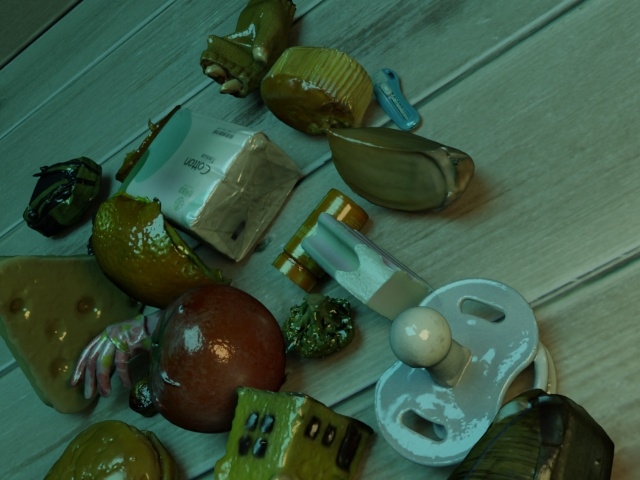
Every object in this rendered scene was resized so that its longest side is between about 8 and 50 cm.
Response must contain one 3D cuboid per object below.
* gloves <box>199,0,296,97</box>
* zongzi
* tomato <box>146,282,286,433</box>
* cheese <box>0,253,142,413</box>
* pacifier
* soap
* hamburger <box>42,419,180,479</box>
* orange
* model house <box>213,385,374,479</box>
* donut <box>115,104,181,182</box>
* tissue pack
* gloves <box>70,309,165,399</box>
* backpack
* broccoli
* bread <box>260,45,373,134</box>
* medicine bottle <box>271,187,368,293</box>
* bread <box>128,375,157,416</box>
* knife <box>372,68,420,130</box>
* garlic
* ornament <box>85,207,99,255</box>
[{"bbox_3d":[-0.169,-0.486,2.064,0.203,0.155,0.356,0,44,34],"label":"gloves"},{"bbox_3d":[0.161,0.395,1.068,0.432,0.208,0.403,-18,42,48],"label":"zongzi"},{"bbox_3d":[-0.181,0.213,1.459,0.265,0.265,0.265,-24,46,27],"label":"tomato"},{"bbox_3d":[-0.559,0.204,1.817,0.104,0.384,0.384,0,60,49],"label":"cheese"},{"bbox_3d":[0.183,0.170,1.168,0.244,0.233,0.299,16,72,44],"label":"pacifier"},{"bbox_3d":[0.079,0.051,1.434,0.091,0.145,0.230,-56,34,6],"label":"soap"},{"bbox_3d":[-0.398,0.485,1.515,0.318,0.158,0.319,-22,49,27],"label":"hamburger"},{"bbox_3d":[-0.340,0.036,1.707,0.334,0.262,0.196,19,79,37],"label":"orange"},{"bbox_3d":[-0.059,0.362,1.275,0.174,0.193,0.234,4,65,43],"label":"model house"},{"bbox_3d":[-0.413,-0.229,2.063,0.253,0.118,0.253,-48,14,17],"label":"donut"},{"bbox_3d":[-0.255,-0.135,1.838,0.356,0.194,0.266,23,75,49],"label":"tissue pack"},{"bbox_3d":[-0.425,0.232,1.732,0.241,0.126,0.145,-24,32,-11],"label":"gloves"},{"bbox_3d":[-0.724,-0.134,2.308,0.253,0.140,0.207,-27,47,31],"label":"backpack"},{"bbox_3d":[-0.002,0.147,1.445,0.131,0.120,0.130,1,37,5],"label":"broccoli"},{"bbox_3d":[-0.013,-0.318,1.775,0.250,0.179,0.133,16,62,38],"label":"bread"},{"bbox_3d":[0.000,0.000,1.575,0.192,0.096,0.096,-51,40,-2],"label":"medicine bottle"},{"bbox_3d":[-0.359,0.318,1.686,0.085,0.053,0.085,-24,46,27],"label":"bread"},{"bbox_3d":[0.155,-0.298,1.716,0.064,0.031,0.222,-35,42,11],"label":"knife"},{"bbox_3d":[0.163,-0.121,1.452,0.338,0.196,0.151,23,93,47],"label":"garlic"},{"bbox_3d":[-0.567,0.073,2.048,0.260,0.106,0.251,-55,32,7],"label":"ornament"}]
